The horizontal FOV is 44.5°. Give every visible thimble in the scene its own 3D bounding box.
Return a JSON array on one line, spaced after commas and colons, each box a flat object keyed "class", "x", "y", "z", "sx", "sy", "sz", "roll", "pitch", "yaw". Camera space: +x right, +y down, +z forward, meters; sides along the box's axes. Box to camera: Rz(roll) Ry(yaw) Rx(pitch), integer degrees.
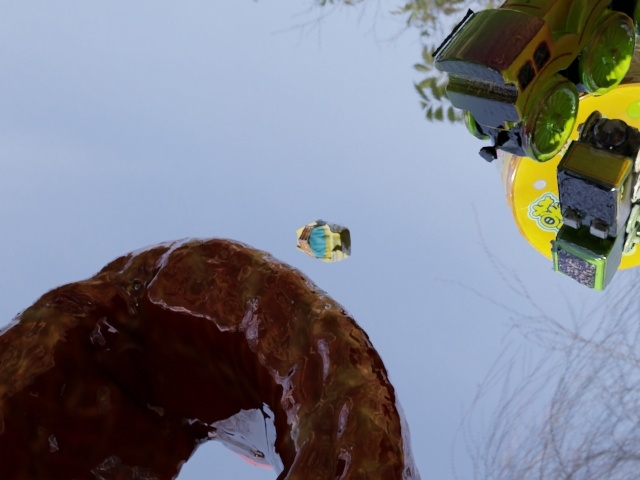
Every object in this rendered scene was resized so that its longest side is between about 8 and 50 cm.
[{"class": "thimble", "x": -0.097, "y": 0.186, "z": 0.497, "sx": 0.350, "sy": 0.231, "sz": 0.350, "roll": -10, "pitch": -139, "yaw": 9}]

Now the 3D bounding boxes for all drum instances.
[{"class": "drum", "x": 0.556, "y": -0.162, "z": 1.536, "sx": 0.431, "sy": 0.431, "sz": 0.214, "roll": 15, "pitch": -146, "yaw": -9}]

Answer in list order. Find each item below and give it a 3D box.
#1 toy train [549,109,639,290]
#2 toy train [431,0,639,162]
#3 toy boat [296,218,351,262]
[{"class": "toy train", "x": 0.225, "y": -0.025, "z": 0.632, "sx": 0.060, "sy": 0.202, "sz": 0.081, "roll": 27, "pitch": -105, "yaw": 28}, {"class": "toy train", "x": 0.239, "y": -0.212, "z": 0.765, "sx": 0.100, "sy": 0.160, "sz": 0.296, "roll": 25, "pitch": -112, "yaw": 43}, {"class": "toy boat", "x": 0.000, "y": 0.000, "z": 1.162, "sx": 0.066, "sy": 0.172, "sz": 0.065, "roll": -2, "pitch": -87, "yaw": -16}]
